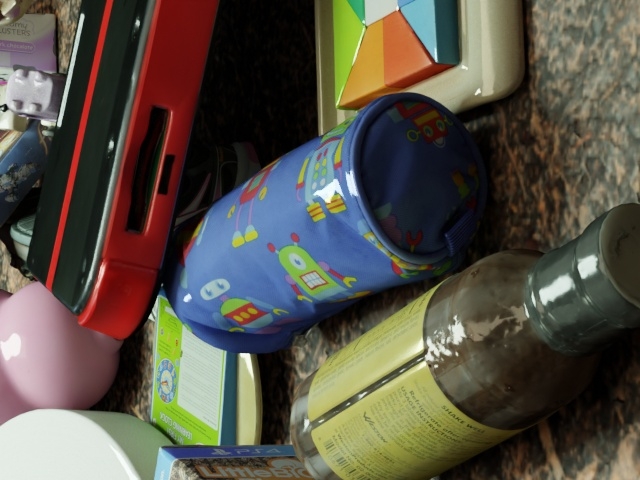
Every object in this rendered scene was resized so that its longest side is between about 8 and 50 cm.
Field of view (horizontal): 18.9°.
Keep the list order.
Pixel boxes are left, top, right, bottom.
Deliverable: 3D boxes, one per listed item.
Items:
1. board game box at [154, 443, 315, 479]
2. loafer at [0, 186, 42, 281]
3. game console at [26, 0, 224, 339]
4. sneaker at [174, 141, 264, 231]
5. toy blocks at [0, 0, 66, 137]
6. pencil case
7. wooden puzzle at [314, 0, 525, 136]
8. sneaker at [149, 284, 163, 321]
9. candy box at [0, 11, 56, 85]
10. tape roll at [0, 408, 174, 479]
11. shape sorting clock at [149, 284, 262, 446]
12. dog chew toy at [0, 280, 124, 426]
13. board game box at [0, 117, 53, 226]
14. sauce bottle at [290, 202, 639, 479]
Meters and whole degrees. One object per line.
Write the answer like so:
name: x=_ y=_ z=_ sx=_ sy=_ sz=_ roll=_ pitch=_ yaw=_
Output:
board game box: x=-0.013 y=0.302 z=1.366 sx=0.291 sy=0.141 sz=0.232 roll=29 pitch=112 yaw=57
loafer: x=-0.264 y=0.005 z=1.905 sx=0.267 sy=0.096 sz=0.084 roll=-155 pitch=52 yaw=-66
game console: x=-0.161 y=-0.128 z=1.597 sx=0.342 sy=0.060 sz=0.386 roll=-154 pitch=77 yaw=-72
sneaker: x=-0.128 y=-0.039 z=1.643 sx=0.178 sy=0.077 sz=0.072 roll=-42 pitch=49 yaw=39
toy blocks: x=-0.358 y=-0.269 z=1.769 sx=0.288 sy=0.260 sz=0.309 roll=7 pitch=88 yaw=21
pencil case: x=0.000 y=0.000 z=1.396 sx=0.133 sy=0.119 sz=0.306 roll=49 pitch=146 yaw=-8
wooden puzzle: x=0.058 y=-0.187 z=1.389 sx=0.238 sy=0.044 sz=0.221 roll=-16 pitch=73 yaw=58
sneaker: x=-0.134 y=0.037 z=1.723 sx=0.037 sy=0.032 sz=0.083 roll=35 pitch=119 yaw=34
candy box: x=-0.393 y=-0.191 z=2.050 sx=0.196 sy=0.165 sz=0.070 roll=-20 pitch=69 yaw=58
tape roll: x=-0.220 y=0.339 z=1.665 sx=0.392 sy=0.072 sz=0.392 roll=-11 pitch=75 yaw=47
shape sorting clock: x=-0.095 y=0.119 z=1.627 sx=0.206 sy=0.040 sz=0.206 roll=4 pitch=95 yaw=61
dog chew toy: x=-0.337 y=0.137 z=1.842 sx=0.332 sy=0.206 sz=0.207 roll=-23 pitch=62 yaw=18
board game box: x=-0.342 y=-0.047 z=1.922 sx=0.165 sy=0.042 sz=0.243 roll=-13 pitch=37 yaw=55
sauce bottle: x=0.104 y=0.075 z=1.219 sx=0.344 sy=0.111 sz=0.111 roll=-35 pitch=57 yaw=53
